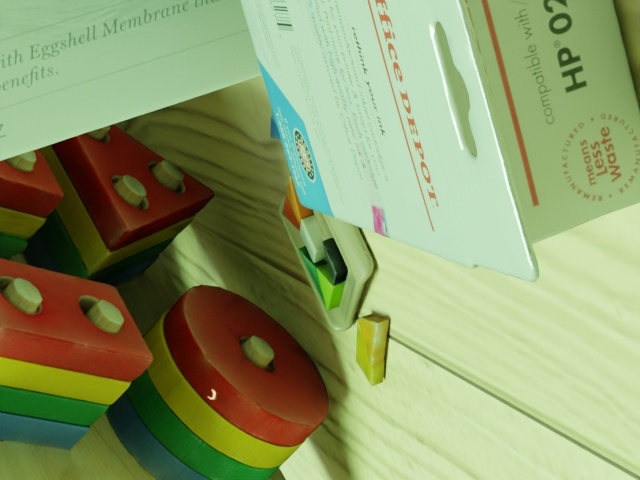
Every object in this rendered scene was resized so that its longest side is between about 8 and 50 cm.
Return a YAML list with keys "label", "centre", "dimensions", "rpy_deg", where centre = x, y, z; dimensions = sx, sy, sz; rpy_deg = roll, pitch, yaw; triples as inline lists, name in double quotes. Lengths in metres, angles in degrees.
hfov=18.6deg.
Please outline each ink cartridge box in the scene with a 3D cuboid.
- label: "ink cartridge box"
  centre: [0.035, -0.056, 0.555]
  dimensions: [0.181, 0.062, 0.104]
  rpy_deg: [-157, 48, -69]

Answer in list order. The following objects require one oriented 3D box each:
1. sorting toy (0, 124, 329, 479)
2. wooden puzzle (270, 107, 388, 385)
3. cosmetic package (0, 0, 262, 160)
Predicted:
- label: "sorting toy"
  centre: [-0.119, 0.021, 0.902]
  dimensions: [0.255, 0.089, 0.257]
  rpy_deg: [17, -148, -50]
- label: "wooden puzzle"
  centre: [0.000, 0.000, 0.827]
  dimensions: [0.078, 0.014, 0.116]
  rpy_deg: [102, 145, -61]
- label: "cosmetic package"
  centre: [-0.125, -0.153, 0.671]
  dimensions: [0.138, 0.224, 0.224]
  rpy_deg: [-142, 35, -62]
